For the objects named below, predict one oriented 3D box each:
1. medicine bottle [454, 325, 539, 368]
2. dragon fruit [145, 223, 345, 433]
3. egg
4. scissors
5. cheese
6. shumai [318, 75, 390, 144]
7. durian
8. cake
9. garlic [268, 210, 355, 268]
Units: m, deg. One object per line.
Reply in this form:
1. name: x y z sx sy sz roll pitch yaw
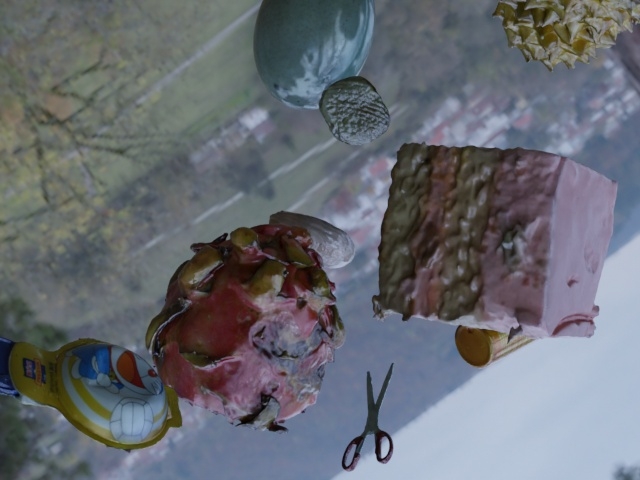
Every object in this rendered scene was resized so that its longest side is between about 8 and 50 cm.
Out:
1. medicine bottle: 0.345 0.162 2.095 0.192 0.096 0.096 -21 163 -38
2. dragon fruit: -0.116 0.094 1.730 0.296 0.314 0.262 -34 146 -56
3. egg: -0.008 -0.301 1.612 0.169 0.169 0.236 72 34 -80
4. scissors: 0.117 0.388 2.499 0.144 0.017 0.247 -22 -137 40
5. cheese: -0.290 0.181 1.388 0.270 0.177 0.069 19 124 -31
6. shumai: 0.028 -0.143 1.257 0.083 0.082 0.080 5 173 -21
7. durian: 0.318 -0.323 1.441 0.185 0.305 0.196 -57 -147 1
8. cake: 0.288 0.001 1.825 0.307 0.314 0.293 4 178 38
9. garlic: -0.001 0.002 2.200 0.087 0.196 0.101 -65 -152 7
